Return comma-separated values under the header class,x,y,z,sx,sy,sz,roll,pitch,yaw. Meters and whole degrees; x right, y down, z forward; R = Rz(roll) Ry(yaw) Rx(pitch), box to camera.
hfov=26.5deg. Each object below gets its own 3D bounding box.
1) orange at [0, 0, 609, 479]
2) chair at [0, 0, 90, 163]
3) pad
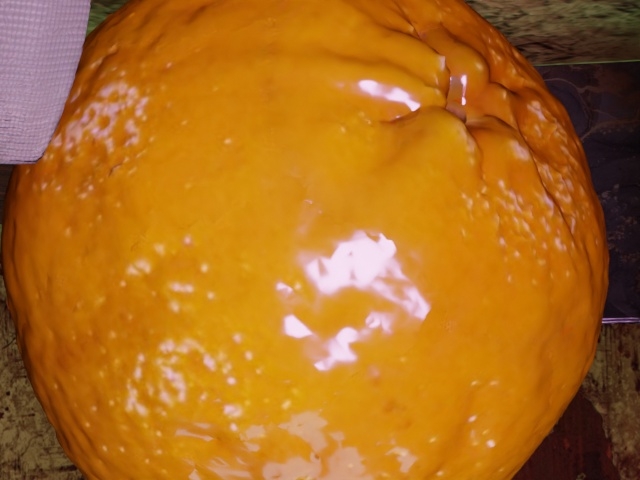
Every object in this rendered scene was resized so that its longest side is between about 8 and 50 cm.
class,x,y,z,sx,sy,sz,roll,pitch,yaw
orange,0.000,0.000,0.741,0.341,0.340,0.293,3,150,-40
chair,-0.231,-0.095,0.419,0.186,0.160,0.319,6,-170,20
pad,0.063,-0.038,0.982,0.368,0.247,0.007,-1,141,7
